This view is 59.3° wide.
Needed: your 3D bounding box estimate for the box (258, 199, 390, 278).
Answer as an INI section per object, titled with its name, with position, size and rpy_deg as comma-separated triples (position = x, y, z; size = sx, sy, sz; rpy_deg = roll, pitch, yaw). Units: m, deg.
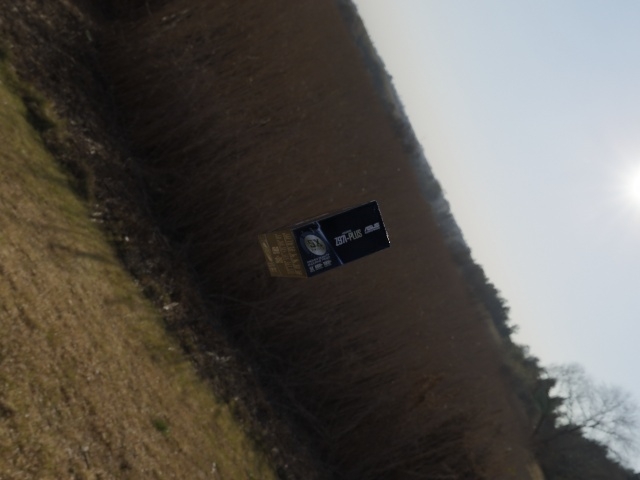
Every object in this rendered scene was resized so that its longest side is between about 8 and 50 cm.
[box]
position = 0.000, 0.000, 0.902
size = 0.180, 0.147, 0.077
rpy_deg = -6, -77, 69
